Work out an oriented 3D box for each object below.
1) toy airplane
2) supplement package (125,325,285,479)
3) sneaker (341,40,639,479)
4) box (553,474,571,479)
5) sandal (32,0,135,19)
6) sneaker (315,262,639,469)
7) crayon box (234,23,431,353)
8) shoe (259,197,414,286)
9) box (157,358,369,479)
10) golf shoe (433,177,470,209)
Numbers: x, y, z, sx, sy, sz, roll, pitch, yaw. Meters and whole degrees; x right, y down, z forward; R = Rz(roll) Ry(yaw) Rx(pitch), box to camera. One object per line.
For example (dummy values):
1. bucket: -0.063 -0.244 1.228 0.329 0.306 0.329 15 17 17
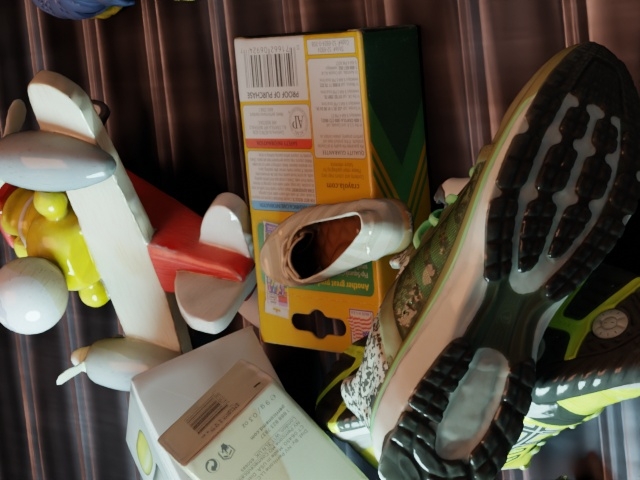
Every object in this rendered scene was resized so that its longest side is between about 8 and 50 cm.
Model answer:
1. toy airplane: -0.235 0.020 1.963 0.386 0.272 0.384 52 156 -2
2. supplement package: -0.104 0.236 1.907 0.194 0.149 0.203 62 162 19
3. sneaker: 0.123 0.008 1.508 0.182 0.158 0.410 28 91 53
4. box: 0.205 0.343 1.614 0.184 0.045 0.190 -35 65 5
5. sandal: -0.261 -0.318 2.035 0.317 0.138 0.126 -4 98 53
6. sneaker: 0.181 0.129 1.623 0.385 0.147 0.145 -16 41 39
7. crayon box: 0.015 -0.052 1.800 0.203 0.083 0.323 4 101 50
8. shoe: 0.000 0.000 1.717 0.219 0.058 0.076 -19 83 50
9. box: -0.003 0.272 1.723 0.311 0.121 0.148 48 171 -13
10. golf shoe: 0.191 -0.055 1.601 0.198 0.077 0.094 8 95 41
